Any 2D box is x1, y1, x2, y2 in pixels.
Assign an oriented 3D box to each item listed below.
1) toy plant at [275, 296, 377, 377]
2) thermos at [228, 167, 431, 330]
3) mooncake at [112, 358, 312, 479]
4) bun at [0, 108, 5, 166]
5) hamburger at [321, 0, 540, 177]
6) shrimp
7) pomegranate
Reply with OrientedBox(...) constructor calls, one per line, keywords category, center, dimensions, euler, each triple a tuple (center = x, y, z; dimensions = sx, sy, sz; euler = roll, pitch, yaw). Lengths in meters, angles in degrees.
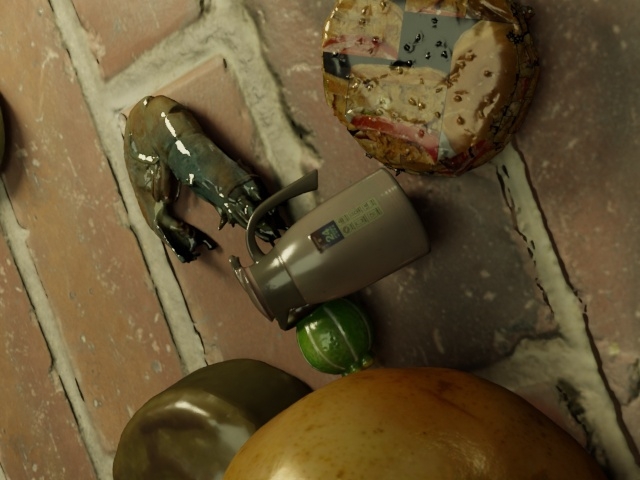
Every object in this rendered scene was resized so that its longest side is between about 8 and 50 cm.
OrientedBox(category="toy plant", center=(0.001, 0.087, 0.912), dimensions=(0.093, 0.093, 0.162), euler=(-40, 80, 29))
OrientedBox(category="thermos", center=(0.000, 0.000, 0.837), dimensions=(0.193, 0.105, 0.137), euler=(-29, 89, -1))
OrientedBox(category="mooncake", center=(-0.119, 0.301, 0.988), dimensions=(0.284, 0.155, 0.284), euler=(6, 104, 27))
OrientedBox(category="bun", center=(-0.572, -0.163, 1.175), dimensions=(0.221, 0.108, 0.221), euler=(6, 102, 29))
OrientedBox(category="hamburger", center=(0.104, -0.167, 0.799), dimensions=(0.231, 0.107, 0.231), euler=(3, 99, 22))
OrientedBox(category="shrimp", center=(-0.165, -0.053, 0.993), dimensions=(0.289, 0.075, 0.178), euler=(40, 124, 16))
OrientedBox(category="pomegranate", center=(0.086, 0.330, 0.739), dimensions=(0.416, 0.416, 0.417), euler=(6, 103, 28))
